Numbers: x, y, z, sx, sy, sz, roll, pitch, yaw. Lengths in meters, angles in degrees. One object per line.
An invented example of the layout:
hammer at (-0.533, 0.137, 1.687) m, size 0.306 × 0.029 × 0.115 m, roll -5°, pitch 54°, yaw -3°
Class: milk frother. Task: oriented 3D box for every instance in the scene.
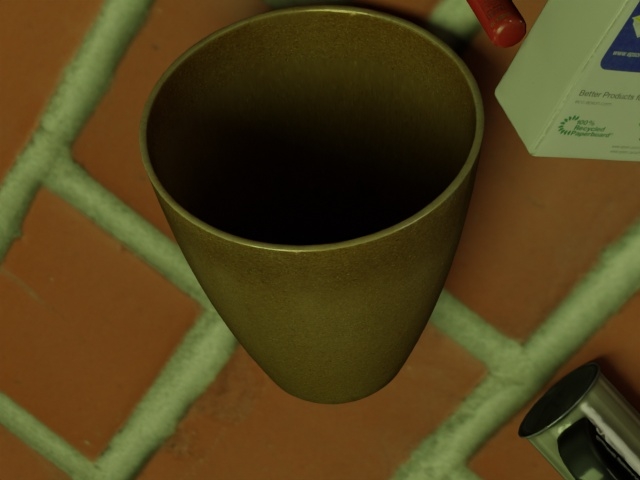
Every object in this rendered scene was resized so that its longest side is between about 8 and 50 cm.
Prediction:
milk frother at (0.251, 0.150, 1.381) m, size 0.143 × 0.129 × 0.135 m, roll -44°, pitch 97°, yaw -2°

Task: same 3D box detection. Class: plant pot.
plant pot at (0.000, 0.000, 1.339) m, size 0.237 × 0.237 × 0.254 m, roll 17°, pitch 142°, yaw 18°

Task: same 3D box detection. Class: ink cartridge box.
ink cartridge box at (0.244, -0.181, 1.022) m, size 0.332 × 0.165 × 0.065 m, roll -59°, pitch 42°, yaw 37°

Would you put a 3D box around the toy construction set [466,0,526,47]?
toy construction set at (0.144, -0.302, 1.068) m, size 0.309 × 0.257 × 0.237 m, roll -48°, pitch 48°, yaw 26°
